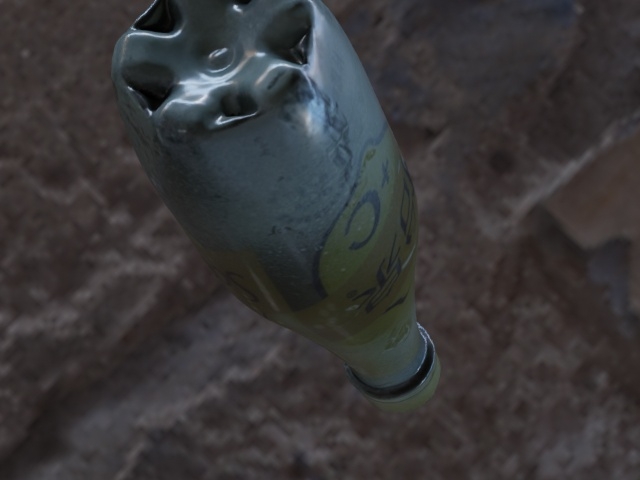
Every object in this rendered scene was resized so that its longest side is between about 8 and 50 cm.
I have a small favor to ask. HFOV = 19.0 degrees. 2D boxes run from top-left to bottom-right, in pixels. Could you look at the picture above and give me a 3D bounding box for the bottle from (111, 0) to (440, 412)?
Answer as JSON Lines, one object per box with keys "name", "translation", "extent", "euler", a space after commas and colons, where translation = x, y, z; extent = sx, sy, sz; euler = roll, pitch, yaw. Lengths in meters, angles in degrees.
{"name": "bottle", "translation": [0.000, 0.000, 0.719], "extent": [0.083, 0.083, 0.269], "euler": [30, -17, 29]}
